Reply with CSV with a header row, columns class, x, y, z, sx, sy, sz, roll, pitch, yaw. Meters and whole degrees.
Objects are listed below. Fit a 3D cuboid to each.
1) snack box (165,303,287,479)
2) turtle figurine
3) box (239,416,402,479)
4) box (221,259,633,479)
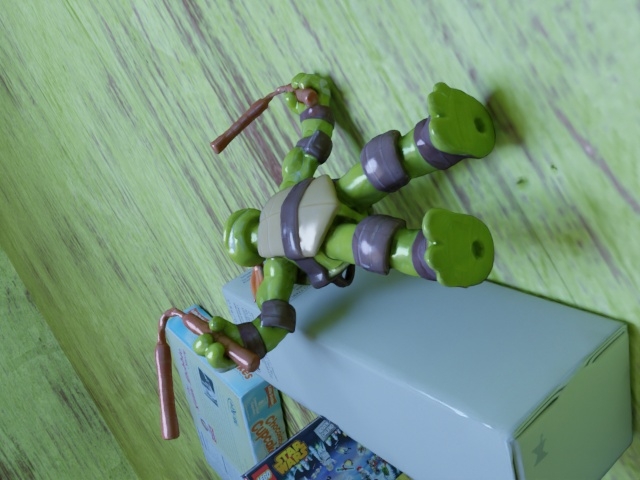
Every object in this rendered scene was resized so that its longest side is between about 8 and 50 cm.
class,x,y,z,sx,sy,sz,roll,pitch,yaw
snack box,-0.121,0.264,0.940,0.187,0.060,0.322,31,141,39
turtle figurine,0.000,0.000,0.408,0.217,0.269,0.087,-11,144,45
box,0.004,0.225,0.632,0.094,0.137,0.027,54,150,9
box,0.055,0.078,0.449,0.275,0.113,0.094,20,134,50
